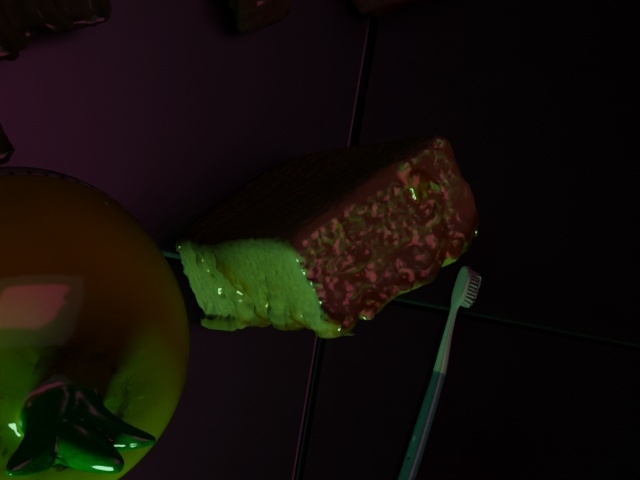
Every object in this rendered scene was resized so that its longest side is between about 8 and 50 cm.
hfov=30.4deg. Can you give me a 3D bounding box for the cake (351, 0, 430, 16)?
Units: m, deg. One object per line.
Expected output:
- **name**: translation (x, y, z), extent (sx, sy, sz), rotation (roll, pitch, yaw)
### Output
- **cake**: translation (0.117, -0.319, 1.207), extent (0.262, 0.160, 0.158), rotation (-24, 104, -63)

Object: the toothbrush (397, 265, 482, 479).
- **toothbrush**: translation (0.119, 0.159, 1.230), extent (0.025, 0.019, 0.275), rotation (25, 78, -35)

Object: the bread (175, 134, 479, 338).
- **bread**: translation (0.000, 0.000, 1.014), extent (0.185, 0.275, 0.114), rotation (-36, 104, -24)

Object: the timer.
- **timer**: translation (-0.210, 0.095, 0.869), extent (0.285, 0.285, 0.285), rotation (0, 91, -29)

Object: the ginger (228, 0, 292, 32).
- **ginger**: translation (-0.112, -0.315, 1.056), extent (0.290, 0.084, 0.122), rotation (51, 61, -21)

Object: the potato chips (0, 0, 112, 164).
- **potato chips**: translation (-0.370, -0.229, 0.905), extent (0.389, 0.097, 0.373), rotation (42, 69, -26)
